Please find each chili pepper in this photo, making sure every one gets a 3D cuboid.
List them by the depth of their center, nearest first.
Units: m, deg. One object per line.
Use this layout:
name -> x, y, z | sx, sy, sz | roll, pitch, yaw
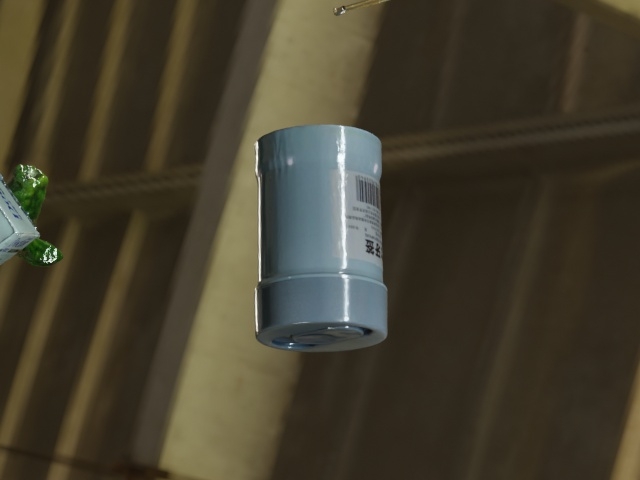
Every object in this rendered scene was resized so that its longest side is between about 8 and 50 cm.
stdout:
chili pepper -> -0.357, -0.019, 2.253 | 0.050, 0.073, 0.182 | 45, -25, 24

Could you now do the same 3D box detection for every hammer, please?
hammer -> 0.071, -0.223, 1.692 | 0.029, 0.123, 0.014 | -65, 142, -73

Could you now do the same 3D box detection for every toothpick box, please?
toothpick box -> 0.000, 0.000, 1.407 | 0.101, 0.101, 0.153 | -24, -119, 54

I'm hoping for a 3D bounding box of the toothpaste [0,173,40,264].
toothpaste -> -0.375, -0.110, 1.673 | 0.071, 0.313, 0.089 | -36, 176, 3
